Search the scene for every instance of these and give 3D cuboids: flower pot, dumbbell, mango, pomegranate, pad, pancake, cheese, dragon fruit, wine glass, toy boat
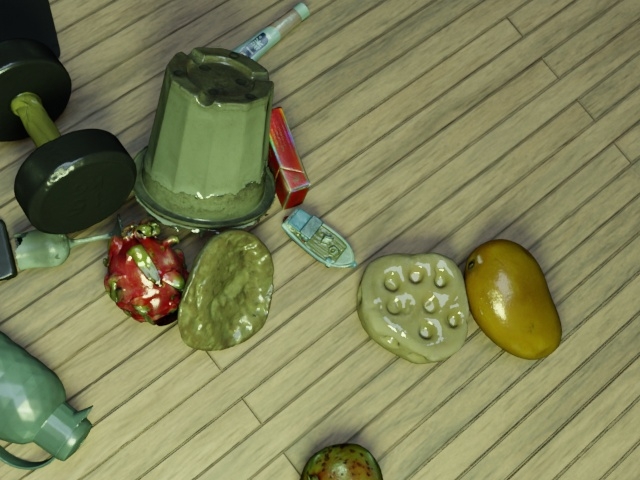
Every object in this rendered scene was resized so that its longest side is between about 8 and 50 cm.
[{"bbox_3d":[-0.196,-0.190,1.506,0.290,0.259,0.290,11,41,-9],"label":"flower pot"},{"bbox_3d":[-0.493,-0.187,1.484,0.204,0.204,0.322,-32,67,-18],"label":"dumbbell"},{"bbox_3d":[0.374,0.121,1.629,0.175,0.139,0.254,-22,84,-27],"label":"mango"},{"bbox_3d":[0.054,0.447,1.474,0.205,0.159,0.159,35,68,-29],"label":"pomegranate"},{"bbox_3d":[-0.667,-0.410,1.657,0.267,0.004,0.181,-13,77,-14],"label":"pad"},{"bbox_3d":[-0.176,0.096,1.506,0.050,0.242,0.242,19,65,39],"label":"pancake"},{"bbox_3d":[0.184,0.124,1.606,0.218,0.117,0.235,-37,83,-20],"label":"cheese"},{"bbox_3d":[-0.309,0.056,1.493,0.172,0.166,0.160,63,33,-25],"label":"dragon fruit"},{"bbox_3d":[-0.463,0.004,1.535,0.195,0.079,0.079,-11,76,-16],"label":"wine glass"},{"bbox_3d":[0.000,0.000,1.636,0.173,0.059,0.069,39,71,2],"label":"toy boat"}]

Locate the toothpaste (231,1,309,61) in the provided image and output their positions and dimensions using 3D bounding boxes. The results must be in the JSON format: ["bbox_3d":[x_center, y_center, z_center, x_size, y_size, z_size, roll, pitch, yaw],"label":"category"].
[{"bbox_3d":[-0.108,-0.432,1.757,0.205,0.036,0.056,-41,84,-15],"label":"toothpaste"}]

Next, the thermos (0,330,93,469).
[{"bbox_3d":[-0.532,0.275,1.415,0.286,0.145,0.182,38,103,1],"label":"thermos"}]

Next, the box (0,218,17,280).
[{"bbox_3d":[-0.632,0.026,1.526,0.126,0.027,0.125,-15,75,-13],"label":"box"}]

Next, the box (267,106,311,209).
[{"bbox_3d":[-0.078,-0.161,1.642,0.048,0.112,0.175,-17,76,-15],"label":"box"}]
